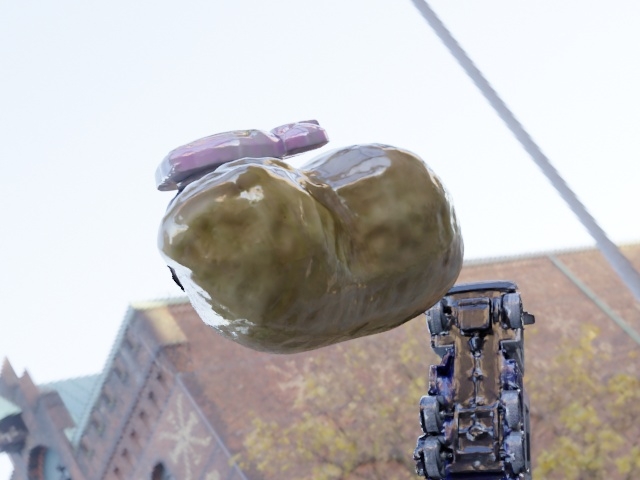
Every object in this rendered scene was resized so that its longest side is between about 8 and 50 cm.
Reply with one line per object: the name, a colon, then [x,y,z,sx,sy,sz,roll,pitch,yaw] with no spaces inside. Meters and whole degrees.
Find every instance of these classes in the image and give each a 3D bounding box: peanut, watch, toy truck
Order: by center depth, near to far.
peanut: [0.000,0.000,0.600,0.253,0.122,0.137,-12,-44,-47]
toy truck: [0.195,0.193,1.155,0.124,0.268,0.155,-6,-34,20]
watch: [-0.093,-0.027,1.243,0.211,0.217,0.248,-17,-1,38]
